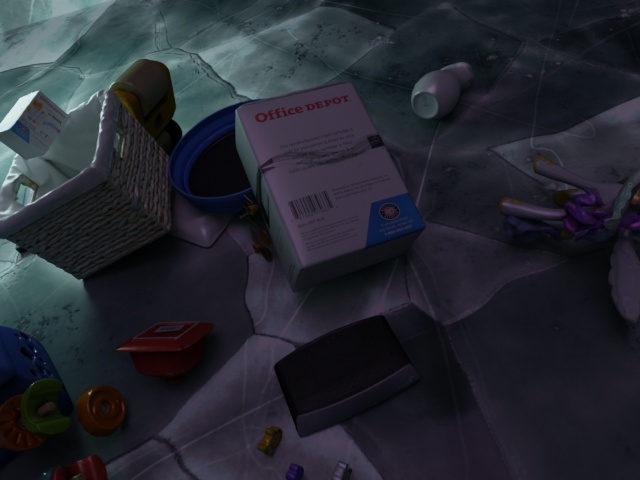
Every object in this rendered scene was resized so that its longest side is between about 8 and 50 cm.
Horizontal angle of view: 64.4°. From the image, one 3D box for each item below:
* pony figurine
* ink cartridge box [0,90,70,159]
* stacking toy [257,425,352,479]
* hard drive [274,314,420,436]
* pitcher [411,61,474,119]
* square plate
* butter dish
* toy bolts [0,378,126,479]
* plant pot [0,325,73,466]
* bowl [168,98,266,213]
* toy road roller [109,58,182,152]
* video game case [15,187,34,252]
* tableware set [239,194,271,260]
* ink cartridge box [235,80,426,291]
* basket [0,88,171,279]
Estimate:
[{"bbox_3d":[0.558,-0.045,1.003,0.363,0.303,0.351,14,45,43],"label":"pony figurine"},{"bbox_3d":[-0.683,-0.281,1.213,0.089,0.092,0.143,-3,56,34],"label":"ink cartridge box"},{"bbox_3d":[-0.064,0.446,0.860,0.166,0.052,0.221,14,57,26],"label":"stacking toy"},{"bbox_3d":[0.044,0.251,0.991,0.254,0.054,0.172,-23,49,-6],"label":"hard drive"},{"bbox_3d":[0.325,-0.431,1.472,0.177,0.126,0.207,1,37,42],"label":"pitcher"},{"bbox_3d":[-0.353,-0.160,1.446,0.343,0.049,0.347,17,57,27],"label":"square plate"},{"bbox_3d":[-0.311,0.240,1.056,0.160,0.119,0.160,-4,9,13],"label":"butter dish"},{"bbox_3d":[-0.493,0.397,0.963,0.158,0.218,0.229,-32,66,21],"label":"toy bolts"},{"bbox_3d":[-0.694,0.302,1.029,0.236,0.212,0.236,-40,53,-18],"label":"plant pot"},{"bbox_3d":[-0.215,-0.231,1.370,0.390,0.077,0.391,-10,49,12],"label":"bowl"},{"bbox_3d":[-0.567,-0.364,1.487,0.240,0.330,0.203,16,49,6],"label":"toy road roller"},{"bbox_3d":[-0.797,-0.097,1.519,0.195,0.026,0.274,-20,48,-3],"label":"video game case"},{"bbox_3d":[-0.155,-0.026,1.214,0.024,0.154,0.104,-28,46,-25],"label":"tableware set"},{"bbox_3d":[0.006,-0.127,1.129,0.285,0.166,0.395,-17,71,-17],"label":"ink cartridge box"},{"bbox_3d":[-0.574,-0.135,1.284,0.331,0.266,0.329,-27,47,14],"label":"basket"}]
